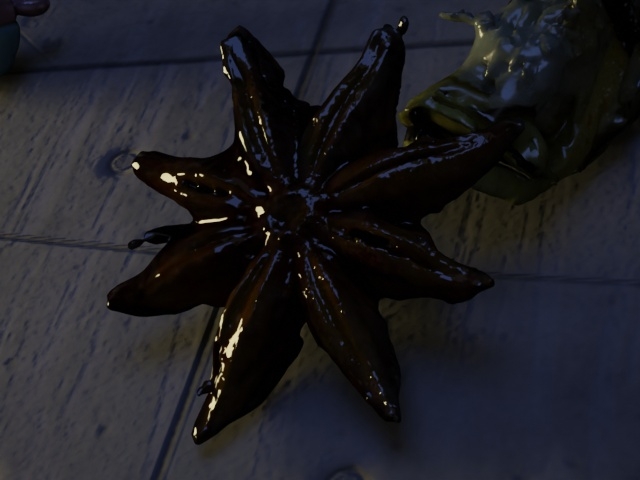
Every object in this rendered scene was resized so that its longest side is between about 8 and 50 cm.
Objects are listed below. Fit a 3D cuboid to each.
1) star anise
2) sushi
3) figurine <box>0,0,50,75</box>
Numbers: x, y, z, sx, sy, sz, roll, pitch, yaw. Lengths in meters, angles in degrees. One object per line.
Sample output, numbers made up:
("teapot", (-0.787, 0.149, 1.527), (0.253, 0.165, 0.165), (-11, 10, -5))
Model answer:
("star anise", (0.000, 0.000, 0.958), (0.272, 0.102, 0.272), (-8, 68, 22))
("sushi", (0.149, -0.139, 1.036), (0.139, 0.131, 0.291), (22, 62, 36))
("figurine", (-0.323, -0.178, 1.296), (0.260, 0.103, 0.205), (12, 13, 34))
